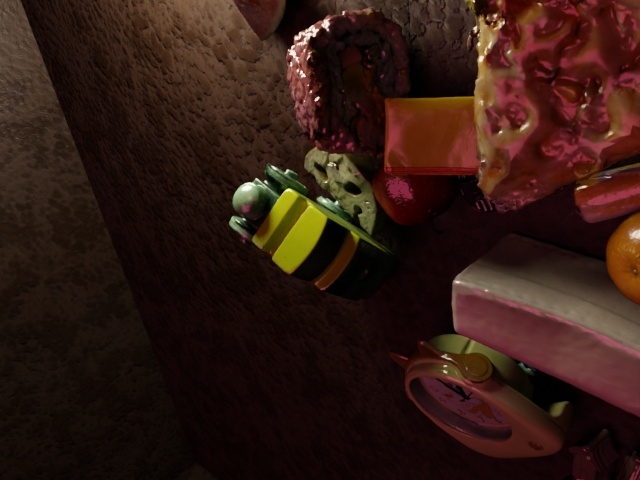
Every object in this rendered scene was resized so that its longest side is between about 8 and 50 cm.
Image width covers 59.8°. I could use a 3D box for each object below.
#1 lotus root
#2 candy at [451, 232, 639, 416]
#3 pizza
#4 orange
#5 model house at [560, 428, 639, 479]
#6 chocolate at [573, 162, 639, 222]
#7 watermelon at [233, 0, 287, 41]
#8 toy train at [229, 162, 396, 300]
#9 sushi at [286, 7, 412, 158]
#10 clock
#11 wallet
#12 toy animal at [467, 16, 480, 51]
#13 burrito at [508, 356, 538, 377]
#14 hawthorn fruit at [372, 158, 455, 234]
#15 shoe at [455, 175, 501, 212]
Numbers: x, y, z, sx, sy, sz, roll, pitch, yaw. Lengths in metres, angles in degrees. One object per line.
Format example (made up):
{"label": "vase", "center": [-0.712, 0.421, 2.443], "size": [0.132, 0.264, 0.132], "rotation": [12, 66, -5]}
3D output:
{"label": "lotus root", "center": [0.084, -0.134, 1.214], "size": [0.234, 0.119, 0.138], "rotation": [50, 142, 13]}
{"label": "candy", "center": [0.421, 0.129, 0.946], "size": [0.359, 0.208, 0.144], "rotation": [22, 131, 37]}
{"label": "pizza", "center": [0.358, -0.268, 0.784], "size": [0.435, 0.080, 0.391], "rotation": [-25, 96, 36]}
{"label": "orange", "center": [0.505, 0.027, 0.812], "size": [0.159, 0.136, 0.158], "rotation": [163, 90, -73]}
{"label": "model house", "center": [0.588, 0.474, 1.069], "size": [0.229, 0.122, 0.188], "rotation": [26, 130, 39]}
{"label": "chocolate", "center": [0.498, -0.086, 0.828], "size": [0.219, 0.086, 0.085], "rotation": [-17, 102, 47]}
{"label": "watermelon", "center": [-0.150, -0.547, 1.220], "size": [0.231, 0.128, 0.146], "rotation": [60, 173, 19]}
{"label": "toy train", "center": [0.000, 0.000, 1.198], "size": [0.272, 0.442, 0.179], "rotation": [39, 97, 30]}
{"label": "sushi", "center": [0.059, -0.288, 1.052], "size": [0.171, 0.237, 0.269], "rotation": [22, 124, 62]}
{"label": "clock", "center": [0.320, 0.318, 1.182], "size": [0.348, 0.117, 0.286], "rotation": [39, 150, -3]}
{"label": "wallet", "center": [0.231, -0.180, 0.968], "size": [0.242, 0.067, 0.141], "rotation": [3, 103, 14]}
{"label": "toy animal", "center": [0.257, -0.406, 0.877], "size": [0.086, 0.069, 0.219], "rotation": [30, 136, 25]}
{"label": "burrito", "center": [0.400, 0.245, 1.175], "size": [0.104, 0.054, 0.288], "rotation": [56, 143, 3]}
{"label": "hawthorn fruit", "center": [0.192, -0.095, 1.089], "size": [0.157, 0.157, 0.193], "rotation": [-18, 102, 52]}
{"label": "shoe", "center": [0.283, -0.121, 1.042], "size": [0.062, 0.053, 0.159], "rotation": [-28, 88, 15]}
